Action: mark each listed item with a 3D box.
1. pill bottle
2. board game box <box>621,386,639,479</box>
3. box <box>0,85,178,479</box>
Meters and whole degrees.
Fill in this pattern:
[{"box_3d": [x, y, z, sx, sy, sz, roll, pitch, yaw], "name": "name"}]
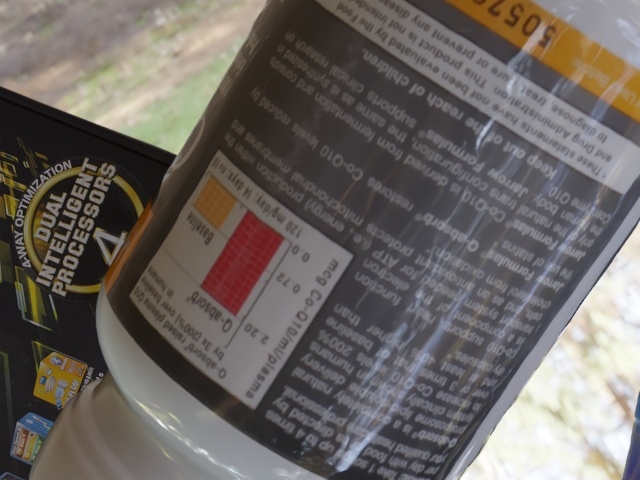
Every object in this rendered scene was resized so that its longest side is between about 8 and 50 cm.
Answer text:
[{"box_3d": [0.013, 0.008, 0.547, 0.278, 0.162, 0.162, -57, 176, 12], "name": "pill bottle"}, {"box_3d": [0.340, 0.164, 0.868, 0.291, 0.141, 0.232, -1, -112, 46], "name": "board game box"}, {"box_3d": [-0.283, 0.076, 1.043, 0.097, 0.318, 0.395, 17, 96, -79], "name": "box"}]
